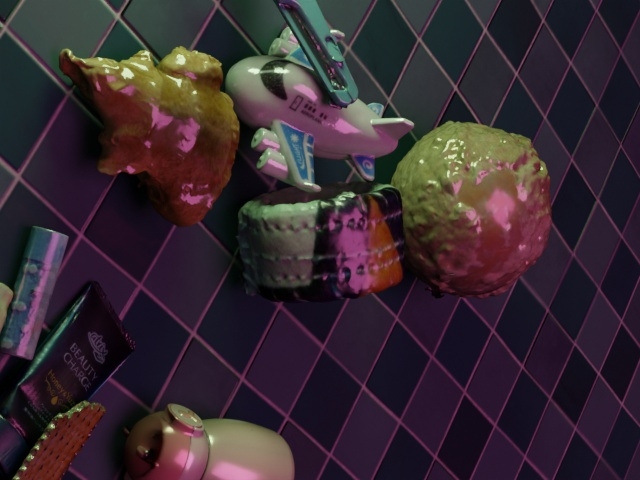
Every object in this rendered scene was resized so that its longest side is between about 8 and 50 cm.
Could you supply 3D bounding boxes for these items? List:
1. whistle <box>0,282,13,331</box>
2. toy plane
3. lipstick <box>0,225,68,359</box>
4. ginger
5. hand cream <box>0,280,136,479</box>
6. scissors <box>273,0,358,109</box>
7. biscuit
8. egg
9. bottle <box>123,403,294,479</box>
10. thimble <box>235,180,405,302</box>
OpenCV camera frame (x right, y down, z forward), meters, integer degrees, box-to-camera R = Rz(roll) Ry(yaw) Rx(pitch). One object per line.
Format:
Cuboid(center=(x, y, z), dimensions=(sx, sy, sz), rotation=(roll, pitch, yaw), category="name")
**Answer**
Cuboid(center=(-0.411, 0.168, 1.643), dimensions=(0.067, 0.126, 0.258), rotation=(19, 64, -10), category="whistle")
Cuboid(center=(-0.008, -0.180, 1.982), dimensions=(0.267, 0.122, 0.267), rotation=(13, 61, -25), category="toy plane")
Cuboid(center=(-0.350, 0.064, 1.733), dimensions=(0.048, 0.048, 0.158), rotation=(24, 79, -48), category="lipstick")
Cuboid(center=(-0.208, -0.160, 1.798), dimensions=(0.270, 0.123, 0.219), rotation=(49, 64, -41), category="ginger")
Cuboid(center=(-0.333, 0.179, 1.775), dimensions=(0.270, 0.061, 0.120), rotation=(-53, 129, -38), category="hand cream")
Cuboid(center=(-0.056, -0.350, 1.897), dimensions=(0.180, 0.032, 0.393), rotation=(-32, 97, -32), category="scissors")
Cuboid(center=(-0.336, 0.276, 1.744), dimensions=(0.203, 0.016, 0.144), rotation=(-57, 165, -12), category="biscuit")
Cuboid(center=(0.229, -0.047, 2.216), dimensions=(0.279, 0.279, 0.310), rotation=(-57, 161, -25), category="egg")
Cuboid(center=(-0.163, 0.300, 1.920), dimensions=(0.236, 0.147, 0.147), rotation=(25, 77, -39), category="bottle")
Cuboid(center=(0.000, 0.000, 1.998), dimensions=(0.237, 0.237, 0.150), rotation=(-15, 103, -46), category="thimble")
